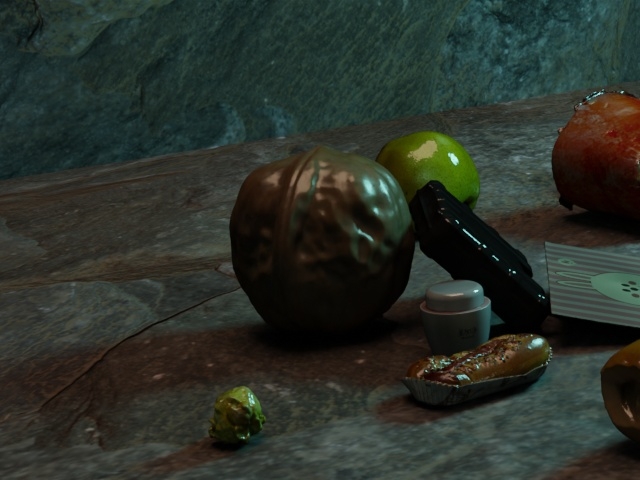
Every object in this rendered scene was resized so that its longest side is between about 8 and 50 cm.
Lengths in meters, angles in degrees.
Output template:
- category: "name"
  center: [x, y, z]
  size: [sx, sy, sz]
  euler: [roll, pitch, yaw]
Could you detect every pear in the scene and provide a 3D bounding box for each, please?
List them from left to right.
- category: "pear"
  center: [0.186, -0.106, 2.421]
  size: [0.198, 0.198, 0.198]
  euler: [-6, 13, 1]

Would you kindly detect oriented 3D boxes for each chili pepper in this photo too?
- category: "chili pepper"
  center: [0.569, -0.141, 2.323]
  size: [0.251, 0.229, 0.305]
  euler: [5, 7, -26]

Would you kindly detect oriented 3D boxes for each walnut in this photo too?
- category: "walnut"
  center: [-0.002, 0.000, 1.882]
  size: [0.227, 0.273, 0.273]
  euler: [-9, 12, -37]

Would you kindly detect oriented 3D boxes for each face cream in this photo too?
- category: "face cream"
  center: [0.176, 0.104, 1.731]
  size: [0.091, 0.095, 0.091]
  euler: [-6, 13, 1]

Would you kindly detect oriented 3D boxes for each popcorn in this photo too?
- category: "popcorn"
  center: [-0.093, 0.202, 1.528]
  size: [0.059, 0.068, 0.083]
  euler: [19, -21, 8]

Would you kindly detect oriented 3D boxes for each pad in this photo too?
- category: "pad"
  center: [0.411, 0.063, 1.849]
  size: [0.202, 0.005, 0.300]
  euler: [9, 19, 5]

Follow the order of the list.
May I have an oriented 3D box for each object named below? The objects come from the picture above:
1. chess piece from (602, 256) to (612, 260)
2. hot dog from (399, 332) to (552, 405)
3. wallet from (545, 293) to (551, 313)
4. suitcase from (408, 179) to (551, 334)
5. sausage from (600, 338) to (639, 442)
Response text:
- category: "chess piece"
  center: [0.454, 0.043, 1.995]
  size: [0.093, 0.042, 0.042]
  euler: [-4, 12, -24]
- category: "hot dog"
  center: [0.191, 0.152, 1.613]
  size: [0.191, 0.059, 0.108]
  euler: [-16, 12, -29]
- category: "wallet"
  center: [0.373, 0.079, 1.893]
  size: [0.129, 0.026, 0.088]
  euler: [-14, 15, -28]
- category: "suitcase"
  center: [0.219, 0.019, 1.891]
  size: [0.066, 0.206, 0.285]
  euler: [-47, 8, 10]
- category: "sausage"
  center: [0.459, 0.134, 1.444]
  size: [0.354, 0.116, 0.134]
  euler: [-11, 0, -32]
